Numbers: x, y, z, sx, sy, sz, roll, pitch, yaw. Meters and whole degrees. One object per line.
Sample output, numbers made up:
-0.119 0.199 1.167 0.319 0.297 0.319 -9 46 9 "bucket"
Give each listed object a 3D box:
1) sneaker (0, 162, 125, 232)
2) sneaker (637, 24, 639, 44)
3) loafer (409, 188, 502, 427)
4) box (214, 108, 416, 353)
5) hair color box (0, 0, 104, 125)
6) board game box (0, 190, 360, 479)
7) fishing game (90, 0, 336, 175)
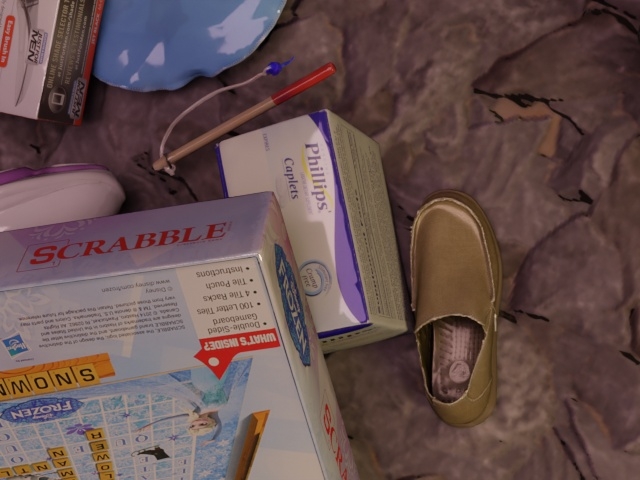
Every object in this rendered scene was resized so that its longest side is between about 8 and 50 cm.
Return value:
-0.248 0.059 1.013 0.305 0.114 0.152 -31 92 -4 "sneaker"
0.356 -0.144 0.908 0.341 0.125 0.140 -25 106 7 "sneaker"
0.084 0.040 0.968 0.056 0.050 0.148 -8 82 12 "loafer"
0.000 0.000 0.947 0.072 0.137 0.126 -14 81 13 "box"
-0.230 -0.135 1.042 0.167 0.053 0.093 13 93 26 "hair color box"
-0.141 0.140 0.909 0.318 0.066 0.318 -7 121 13 "board game box"
-0.101 -0.183 1.044 0.189 0.041 0.264 -29 76 12 "fishing game"
